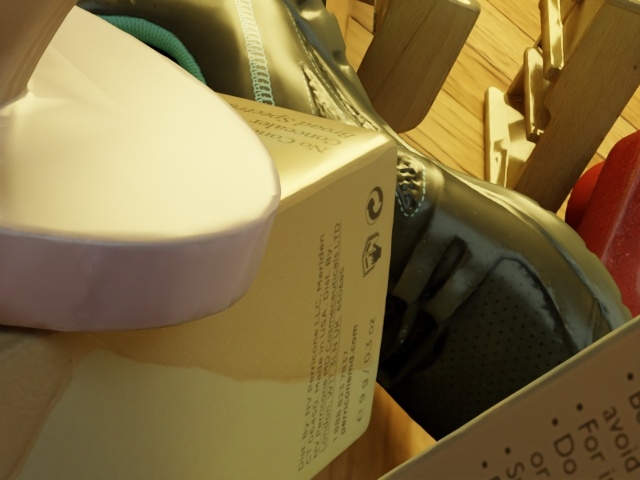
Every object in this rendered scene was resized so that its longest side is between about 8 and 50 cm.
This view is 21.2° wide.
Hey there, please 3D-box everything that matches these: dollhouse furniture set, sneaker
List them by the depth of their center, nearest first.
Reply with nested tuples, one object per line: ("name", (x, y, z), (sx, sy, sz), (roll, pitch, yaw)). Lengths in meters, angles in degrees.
("sneaker", (0.000, 0.000, 0.756), (0.341, 0.125, 0.139), (46, 37, 12))
("dollhouse furniture set", (0.053, -0.130, 0.962), (0.242, 0.161, 0.212), (18, 42, -11))

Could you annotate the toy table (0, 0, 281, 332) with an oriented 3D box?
("toy table", (-0.123, -0.103, 0.451), (0.274, 0.161, 0.252), (20, 26, 1))

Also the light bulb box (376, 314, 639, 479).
("light bulb box", (0.160, 0.165, 0.568), (0.358, 0.361, 0.225), (2, 58, -51))

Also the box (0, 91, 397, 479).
("box", (-0.108, 0.045, 0.516), (0.148, 0.121, 0.311), (15, 23, 23))

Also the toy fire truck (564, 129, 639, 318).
("toy fire truck", (0.244, 0.082, 0.968), (0.302, 0.169, 0.254), (40, 60, -20))
